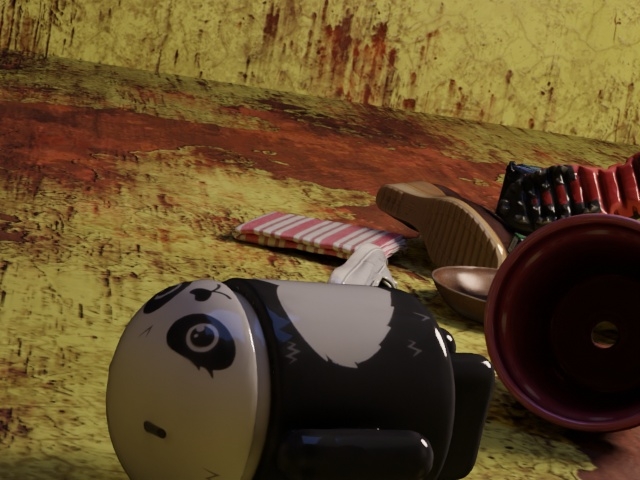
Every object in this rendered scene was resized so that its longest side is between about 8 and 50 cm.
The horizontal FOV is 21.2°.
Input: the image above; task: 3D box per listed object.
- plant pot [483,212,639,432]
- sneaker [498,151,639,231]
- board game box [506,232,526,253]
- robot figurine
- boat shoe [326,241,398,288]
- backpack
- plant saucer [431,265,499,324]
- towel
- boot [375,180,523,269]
[{"bbox_3d":[0.266,0.082,1.609,0.201,0.201,0.180,13,-3,16],"label":"plant pot"},{"bbox_3d":[0.381,-0.053,2.277,0.276,0.097,0.135,-12,-21,13],"label":"sneaker"},{"bbox_3d":[0.348,0.064,1.977,0.260,0.030,0.136,22,12,-8],"label":"board game box"},{"bbox_3d":[-0.015,0.111,1.221,0.278,0.173,0.209,4,-23,-28],"label":"robot figurine"},{"bbox_3d":[0.051,0.049,1.872,0.063,0.066,0.184,26,12,10],"label":"boat shoe"},{"bbox_3d":[0.321,-0.053,2.480,0.114,0.105,0.084,20,15,20],"label":"backpack"},{"bbox_3d":[0.222,0.072,1.961,0.199,0.036,0.198,10,11,-2],"label":"plant saucer"},{"bbox_3d":[0.000,0.000,2.154,0.197,0.029,0.144,10,11,17],"label":"towel"},{"bbox_3d":[0.211,-0.008,2.217,0.207,0.090,0.248,11,18,-41],"label":"boot"}]
